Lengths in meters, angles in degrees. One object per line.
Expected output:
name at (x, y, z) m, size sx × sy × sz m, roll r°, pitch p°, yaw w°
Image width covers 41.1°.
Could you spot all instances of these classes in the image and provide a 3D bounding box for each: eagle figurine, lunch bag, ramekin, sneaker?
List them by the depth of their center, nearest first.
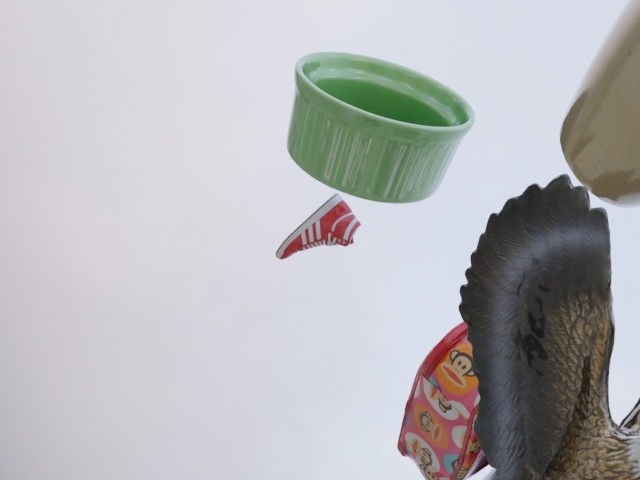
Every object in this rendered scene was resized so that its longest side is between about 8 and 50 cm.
eagle figurine at (0.216, 0.133, 0.624) m, size 0.225 × 0.298 × 0.226 m, roll -5°, pitch -30°, yaw 40°
sneaker at (0.000, 0.000, 1.134) m, size 0.067 × 0.118 × 0.042 m, roll 48°, pitch 8°, yaw 1°
lunch bag at (0.242, 0.197, 1.159) m, size 0.120 × 0.258 × 0.293 m, roll 47°, pitch -32°, yaw 29°
ramekin at (0.088, -0.186, 1.416) m, size 0.303 × 0.303 × 0.148 m, roll 33°, pitch -58°, yaw 27°

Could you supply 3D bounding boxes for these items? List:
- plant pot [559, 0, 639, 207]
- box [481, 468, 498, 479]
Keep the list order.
plant pot at (0.366, -0.147, 0.815) m, size 0.256 × 0.256 × 0.274 m, roll 50°, pitch -36°, yaw 6°
box at (0.318, 0.340, 1.103) m, size 0.165 × 0.143 × 0.270 m, roll 45°, pitch -19°, yaw 11°
